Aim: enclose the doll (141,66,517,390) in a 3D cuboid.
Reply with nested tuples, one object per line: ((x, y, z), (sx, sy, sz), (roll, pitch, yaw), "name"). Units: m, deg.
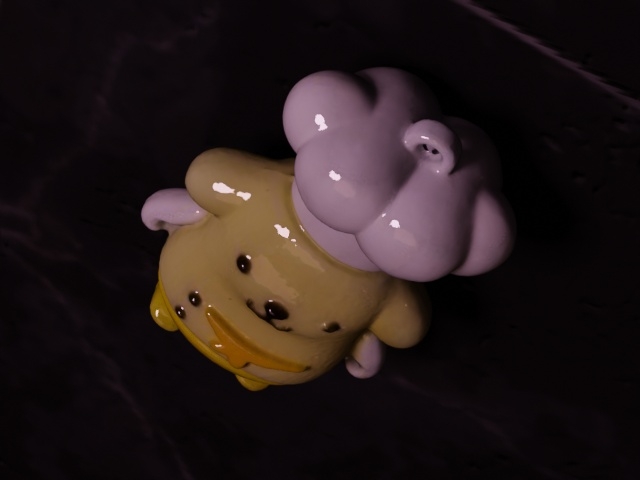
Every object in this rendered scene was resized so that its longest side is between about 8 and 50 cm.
((0.000, 0.000, 0.674), (0.106, 0.062, 0.162), (35, 140, -11), "doll")
